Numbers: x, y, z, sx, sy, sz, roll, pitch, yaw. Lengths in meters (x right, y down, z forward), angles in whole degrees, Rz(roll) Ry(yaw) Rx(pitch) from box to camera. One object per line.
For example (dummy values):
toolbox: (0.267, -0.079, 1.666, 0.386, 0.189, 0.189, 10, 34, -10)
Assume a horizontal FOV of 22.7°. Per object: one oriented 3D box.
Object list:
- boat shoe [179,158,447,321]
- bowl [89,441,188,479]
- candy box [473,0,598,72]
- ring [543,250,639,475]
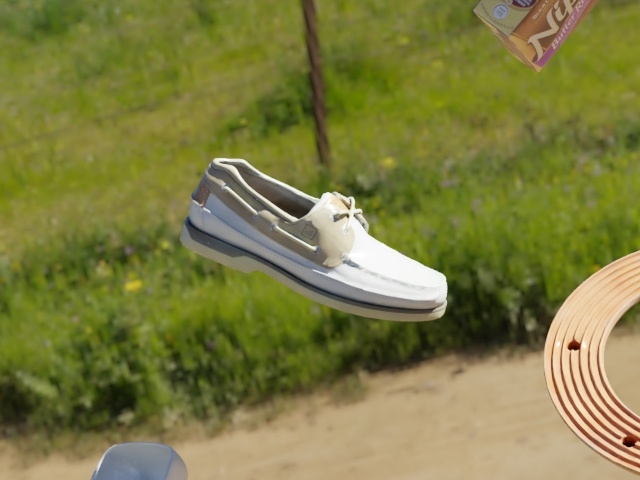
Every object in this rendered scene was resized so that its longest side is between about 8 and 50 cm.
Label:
boat shoe: (0.000, 0.000, 1.728, 0.302, 0.103, 0.113, 18, 17, 5)
bowl: (-0.206, 0.296, 1.763, 0.142, 0.053, 0.142, -6, 55, 47)
candy box: (0.237, -0.260, 1.526, 0.053, 0.109, 0.186, 41, 95, 25)
ring: (0.393, 0.121, 1.594, 0.337, 0.032, 0.336, -8, 41, 7)
